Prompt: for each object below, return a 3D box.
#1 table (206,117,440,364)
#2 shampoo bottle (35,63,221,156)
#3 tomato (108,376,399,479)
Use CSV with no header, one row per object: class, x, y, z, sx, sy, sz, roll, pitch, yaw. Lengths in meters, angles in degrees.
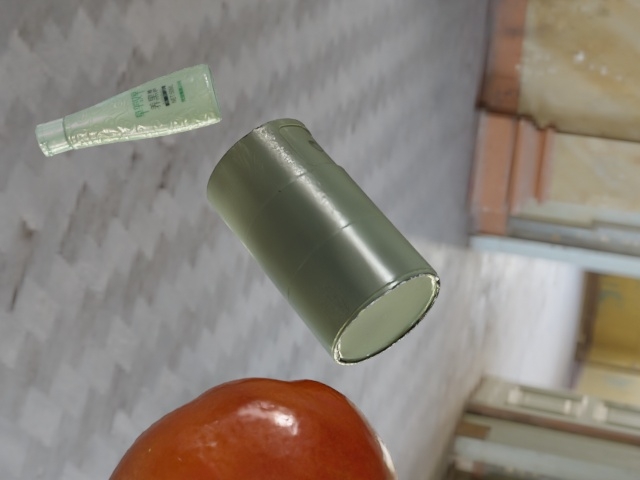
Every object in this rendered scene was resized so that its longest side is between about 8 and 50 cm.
table,0.000,0.000,1.227,0.126,0.220,0.126,-31,152,-18
shampoo bottle,-0.201,-0.130,1.333,0.041,0.191,0.069,68,7,-71
tomato,-0.046,0.226,0.971,0.260,0.180,0.259,-27,147,-20
